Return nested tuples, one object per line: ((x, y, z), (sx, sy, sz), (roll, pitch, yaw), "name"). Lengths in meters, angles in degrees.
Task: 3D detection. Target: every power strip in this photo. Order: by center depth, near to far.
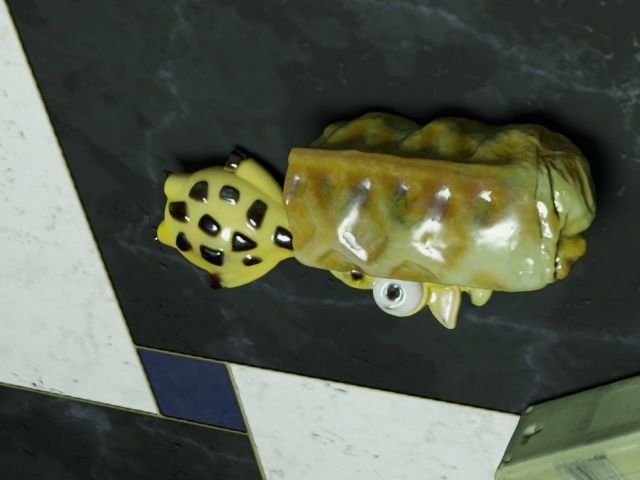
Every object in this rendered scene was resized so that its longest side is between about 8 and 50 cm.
((0.299, 0.138, 1.206), (0.388, 0.092, 0.066), (-24, 118, 44), "power strip")

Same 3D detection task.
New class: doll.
((-0.001, 0.000, 1.250), (0.291, 0.086, 0.117), (12, 107, 18), "doll")

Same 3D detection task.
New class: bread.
((0.085, -0.033, 1.134), (0.232, 0.128, 0.088), (7, 170, 24), "bread")
